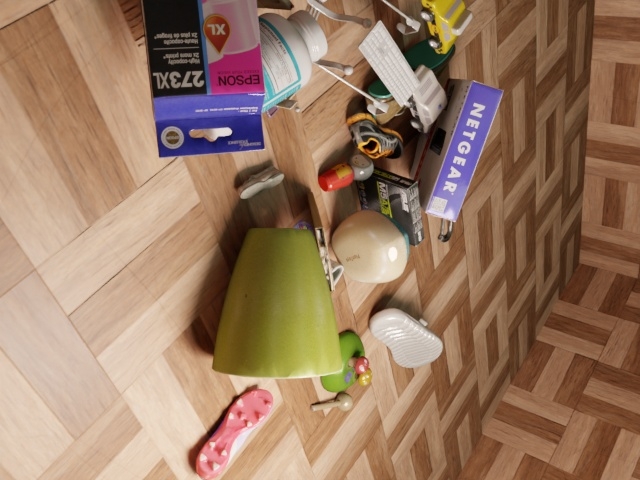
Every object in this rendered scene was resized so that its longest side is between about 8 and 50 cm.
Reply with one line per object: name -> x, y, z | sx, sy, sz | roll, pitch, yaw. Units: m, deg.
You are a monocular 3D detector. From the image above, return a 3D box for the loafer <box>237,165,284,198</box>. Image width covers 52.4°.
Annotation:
loafer -> -0.132, -0.124, 1.373 | 0.125, 0.039, 0.045 | -29, 160, -42

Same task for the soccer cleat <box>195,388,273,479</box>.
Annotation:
soccer cleat -> -0.201, 0.447, 1.508 | 0.248, 0.083, 0.095 | -49, 169, -38

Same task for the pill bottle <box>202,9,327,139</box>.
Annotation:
pill bottle -> -0.117, -0.302, 1.147 | 0.264, 0.146, 0.146 | -36, 135, -15

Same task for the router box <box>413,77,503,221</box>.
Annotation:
router box -> 0.341, -0.246, 1.685 | 0.301, 0.082, 0.335 | -90, -163, -76

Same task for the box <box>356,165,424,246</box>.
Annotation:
box -> 0.179, -0.094, 1.688 | 0.045, 0.184, 0.190 | -37, 135, -26

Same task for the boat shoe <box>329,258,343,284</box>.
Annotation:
boat shoe -> -0.022, 0.137, 1.606 | 0.226, 0.076, 0.083 | -61, 144, -16

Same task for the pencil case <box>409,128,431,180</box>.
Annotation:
pencil case -> 0.333, -0.293, 1.885 | 0.124, 0.113, 0.273 | -6, 110, -41

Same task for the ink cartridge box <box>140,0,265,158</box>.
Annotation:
ink cartridge box -> -0.185, -0.321, 1.015 | 0.176, 0.069, 0.371 | -7, 96, -14

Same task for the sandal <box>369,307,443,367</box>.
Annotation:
sandal -> 0.280, 0.294, 2.077 | 0.416, 0.169, 0.102 | 50, 23, -51

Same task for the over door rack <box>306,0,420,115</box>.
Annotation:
over door rack -> 0.098, -0.454, 1.435 | 0.324, 0.108, 0.239 | 25, 84, -44

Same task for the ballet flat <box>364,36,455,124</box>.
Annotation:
ballet flat -> 0.234, -0.411, 1.703 | 0.342, 0.116, 0.124 | -46, 152, -30

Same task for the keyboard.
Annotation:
keyboard -> 0.157, -0.386, 1.442 | 0.072, 0.014, 0.256 | -47, 147, 6

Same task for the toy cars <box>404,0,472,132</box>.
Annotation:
toy cars -> 0.291, -0.432, 1.578 | 0.176, 0.087, 0.393 | -25, 134, -42

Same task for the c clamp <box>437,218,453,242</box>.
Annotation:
c clamp -> 0.422, -0.063, 2.202 | 0.137, 0.022, 0.160 | -30, 127, -51

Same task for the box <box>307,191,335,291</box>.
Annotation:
box -> 0.000, 0.000, 1.494 | 0.201, 0.021, 0.164 | -102, -179, -63

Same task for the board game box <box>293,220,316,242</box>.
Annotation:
board game box -> -0.051, 0.039, 1.560 | 0.168, 0.033, 0.133 | -51, 140, -28

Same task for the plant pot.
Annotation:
plant pot -> -0.090, 0.123, 1.377 | 0.275, 0.275, 0.293 | 3, 86, -55

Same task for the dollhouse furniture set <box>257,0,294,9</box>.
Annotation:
dollhouse furniture set -> -0.122, -0.506, 1.124 | 0.184, 0.129, 0.129 | 24, 84, -56

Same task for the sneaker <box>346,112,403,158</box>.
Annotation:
sneaker -> 0.141, -0.243, 1.641 | 0.215, 0.084, 0.083 | 20, 54, -47

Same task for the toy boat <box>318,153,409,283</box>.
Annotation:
toy boat -> 0.115, -0.050, 1.600 | 0.148, 0.267, 0.318 | -26, 97, -28

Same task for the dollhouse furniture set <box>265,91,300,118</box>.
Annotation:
dollhouse furniture set -> -0.060, -0.315, 1.342 | 0.114, 0.081, 0.091 | -52, 141, -28

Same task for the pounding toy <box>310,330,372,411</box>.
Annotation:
pounding toy -> 0.088, 0.386, 1.845 | 0.183, 0.110, 0.237 | 14, 93, -56
